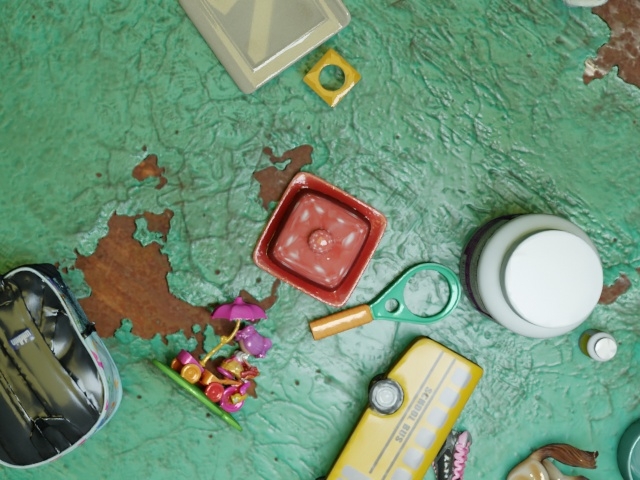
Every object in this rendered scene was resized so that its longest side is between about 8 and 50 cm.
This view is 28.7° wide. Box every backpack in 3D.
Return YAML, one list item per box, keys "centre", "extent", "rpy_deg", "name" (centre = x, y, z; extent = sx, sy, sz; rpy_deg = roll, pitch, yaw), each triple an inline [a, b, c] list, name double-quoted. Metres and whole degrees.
- centre: [-0.406, 0.184, 1.756]
  extent: [0.225, 0.191, 0.253]
  rpy_deg: [-34, 85, 2]
  name: "backpack"

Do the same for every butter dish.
- centre: [0.000, 0.000, 1.798]
  extent: [0.160, 0.118, 0.160]
  rpy_deg: [29, 91, -1]
  name: "butter dish"

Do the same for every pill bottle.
- centre: [0.290, 0.046, 1.713]
  extent: [0.169, 0.301, 0.169]
  rpy_deg: [0, 91, -1]
  name: "pill bottle"
- centre: [0.407, 0.154, 1.827]
  extent: [0.043, 0.083, 0.043]
  rpy_deg: [0, 91, -1]
  name: "pill bottle"

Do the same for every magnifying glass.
- centre: [0.096, 0.098, 1.836]
  extent: [0.231, 0.026, 0.092]
  rpy_deg: [-18, 99, -5]
  name: "magnifying glass"

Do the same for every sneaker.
- centre: [0.185, 0.334, 1.853]
  extent: [0.057, 0.047, 0.119]
  rpy_deg: [15, 90, 20]
  name: "sneaker"

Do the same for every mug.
- centre: [0.512, 0.325, 1.827]
  extent: [0.158, 0.097, 0.129]
  rpy_deg: [28, 90, -2]
  name: "mug"

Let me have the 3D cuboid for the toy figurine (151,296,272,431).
- centre: [-0.129, 0.166, 1.813]
  extent: [0.173, 0.130, 0.159]
  rpy_deg: [43, 80, -23]
  name: "toy figurine"

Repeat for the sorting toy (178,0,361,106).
- centre: [-0.080, -0.336, 1.826]
  extent: [0.196, 0.047, 0.347]
  rpy_deg: [-35, 91, 4]
  name: "sorting toy"

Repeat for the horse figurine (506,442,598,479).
- centre: [0.312, 0.397, 1.826]
  extent: [0.174, 0.066, 0.263]
  rpy_deg: [31, 99, 25]
  name: "horse figurine"

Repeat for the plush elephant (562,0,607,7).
- centre: [0.445, -0.460, 1.749]
  extent: [0.272, 0.255, 0.330]
  rpy_deg: [-18, 84, -10]
  name: "plush elephant"

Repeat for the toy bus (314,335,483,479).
- centre: [0.097, 0.296, 1.808]
  extent: [0.130, 0.108, 0.332]
  rpy_deg: [30, 90, 2]
  name: "toy bus"
